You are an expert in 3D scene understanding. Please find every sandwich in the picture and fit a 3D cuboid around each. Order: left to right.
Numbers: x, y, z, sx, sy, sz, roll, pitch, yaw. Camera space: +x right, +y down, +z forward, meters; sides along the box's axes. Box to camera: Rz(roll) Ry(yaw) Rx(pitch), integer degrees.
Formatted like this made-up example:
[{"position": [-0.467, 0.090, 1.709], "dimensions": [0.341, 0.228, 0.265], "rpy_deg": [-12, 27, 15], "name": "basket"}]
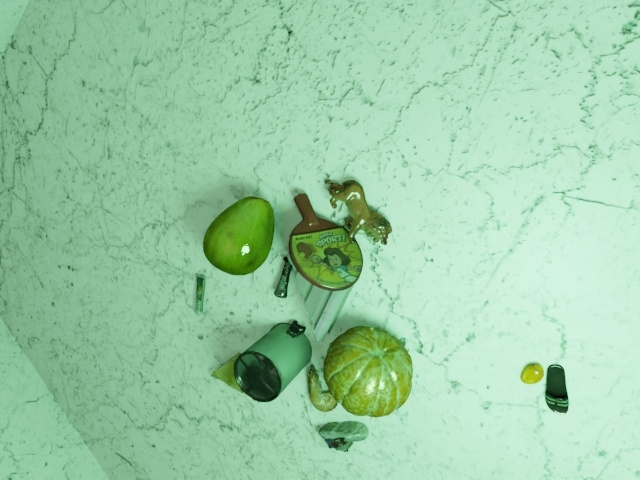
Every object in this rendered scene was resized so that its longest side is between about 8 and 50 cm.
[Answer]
[{"position": [-0.405, 0.592, 1.983], "dimensions": [0.193, 0.058, 0.162], "rpy_deg": [20, 109, 21], "name": "sandwich"}]

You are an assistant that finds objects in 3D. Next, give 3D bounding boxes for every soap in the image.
[{"position": [-0.031, 0.195, 1.648], "dimensions": [0.258, 0.159, 0.302], "rpy_deg": [27, 111, 11], "name": "soap"}]

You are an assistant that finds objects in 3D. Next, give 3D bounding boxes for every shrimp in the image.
[{"position": [0.007, 0.618, 1.801], "dimensions": [0.133, 0.053, 0.236], "rpy_deg": [-5, 104, 28], "name": "shrimp"}]

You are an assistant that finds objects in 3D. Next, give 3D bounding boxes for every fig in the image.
[{"position": [-0.301, -0.023, 1.669], "dimensions": [0.258, 0.258, 0.326], "rpy_deg": [36, 102, 13], "name": "fig"}]

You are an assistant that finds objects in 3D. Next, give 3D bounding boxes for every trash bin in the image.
[{"position": [-0.187, 0.486, 1.737], "dimensions": [0.217, 0.262, 0.277], "rpy_deg": [29, 114, 16], "name": "trash bin"}]

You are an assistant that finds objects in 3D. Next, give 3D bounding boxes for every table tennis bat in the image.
[{"position": [0.000, 0.000, 1.547], "dimensions": [0.414, 0.268, 0.051], "rpy_deg": [65, 151, 27], "name": "table tennis bat"}]

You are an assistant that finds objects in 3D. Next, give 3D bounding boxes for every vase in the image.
[{"position": [-0.144, 0.151, 1.747], "dimensions": [0.059, 0.059, 0.167], "rpy_deg": [23, 111, 18], "name": "vase"}]

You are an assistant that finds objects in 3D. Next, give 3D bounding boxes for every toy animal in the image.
[{"position": [0.139, -0.110, 1.542], "dimensions": [0.157, 0.097, 0.312], "rpy_deg": [-27, 90, 18], "name": "toy animal"}]

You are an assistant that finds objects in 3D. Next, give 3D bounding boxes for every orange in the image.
[{"position": [0.171, 0.458, 1.532], "dimensions": [0.329, 0.329, 0.249], "rpy_deg": [29, 129, 15], "name": "orange"}]

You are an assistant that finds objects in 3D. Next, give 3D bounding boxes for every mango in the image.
[{"position": [0.709, 0.451, 1.443], "dimensions": [0.060, 0.046, 0.089], "rpy_deg": [43, 129, 11], "name": "mango"}]

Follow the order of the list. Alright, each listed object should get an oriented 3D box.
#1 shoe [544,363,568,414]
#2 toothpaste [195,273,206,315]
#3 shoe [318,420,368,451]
[{"position": [0.780, 0.501, 1.419], "dimensions": [0.071, 0.049, 0.179], "rpy_deg": [-3, 102, 26], "name": "shoe"}, {"position": [-0.554, 0.254, 1.977], "dimensions": [0.049, 0.031, 0.204], "rpy_deg": [14, 107, 19], "name": "toothpaste"}, {"position": [0.100, 0.829, 1.783], "dimensions": [0.227, 0.099, 0.125], "rpy_deg": [-13, 90, 32], "name": "shoe"}]
